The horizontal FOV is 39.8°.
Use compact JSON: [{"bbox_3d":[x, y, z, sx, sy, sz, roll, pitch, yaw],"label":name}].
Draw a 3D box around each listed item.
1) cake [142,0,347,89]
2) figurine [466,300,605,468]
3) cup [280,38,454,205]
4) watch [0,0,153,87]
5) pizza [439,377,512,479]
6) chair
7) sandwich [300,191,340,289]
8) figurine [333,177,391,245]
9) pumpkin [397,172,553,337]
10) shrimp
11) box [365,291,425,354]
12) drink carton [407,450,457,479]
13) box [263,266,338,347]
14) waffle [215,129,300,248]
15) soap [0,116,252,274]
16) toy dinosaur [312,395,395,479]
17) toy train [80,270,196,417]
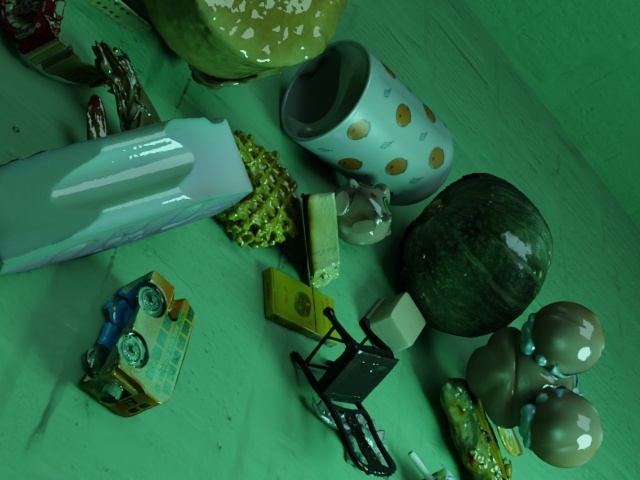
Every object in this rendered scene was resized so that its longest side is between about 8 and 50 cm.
[{"bbox_3d":[-0.162,-0.409,1.394,0.332,0.321,0.332,0,90,-39],"label":"cake"},{"bbox_3d":[0.398,0.262,1.619,0.388,0.248,0.276,26,64,-68],"label":"figurine"},{"bbox_3d":[0.106,-0.205,1.684,0.317,0.212,0.212,33,40,-40],"label":"cup"},{"bbox_3d":[-0.326,-0.294,1.240,0.268,0.102,0.164,23,54,-59],"label":"watch"},{"bbox_3d":[0.295,0.390,1.612,0.296,0.071,0.189,66,12,10],"label":"pizza"},{"bbox_3d":[0.063,0.222,1.304,0.106,0.113,0.229,19,26,-47],"label":"chair"},{"bbox_3d":[0.000,0.000,1.472,0.193,0.058,0.162,-135,-140,-86],"label":"sandwich"},{"bbox_3d":[0.075,-0.051,1.598,0.125,0.125,0.138,64,20,4],"label":"figurine"},{"bbox_3d":[0.295,0.025,1.714,0.257,0.291,0.327,47,23,-9],"label":"pumpkin"},{"bbox_3d":[-0.269,-0.150,1.185,0.133,0.053,0.235,-30,116,-39],"label":"shrimp"},{"bbox_3d":[0.134,0.149,1.581,0.089,0.062,0.122,58,31,-6],"label":"box"},{"bbox_3d":[0.206,0.429,1.440,0.200,0.084,0.074,48,22,-20],"label":"drink carton"},{"bbox_3d":[-0.030,0.108,1.407,0.155,0.023,0.086,31,44,-41],"label":"box"},{"bbox_3d":[-0.110,-0.080,1.392,0.197,0.070,0.193,-16,80,-60],"label":"waffle"},{"bbox_3d":[-0.246,-0.054,1.048,0.324,0.193,0.109,-19,85,-32],"label":"soap"},{"bbox_3d":[0.050,0.297,1.354,0.209,0.039,0.082,44,35,-25],"label":"toy dinosaur"},{"bbox_3d":[-0.218,0.128,1.061,0.099,0.072,0.188,50,31,-30],"label":"toy train"}]
